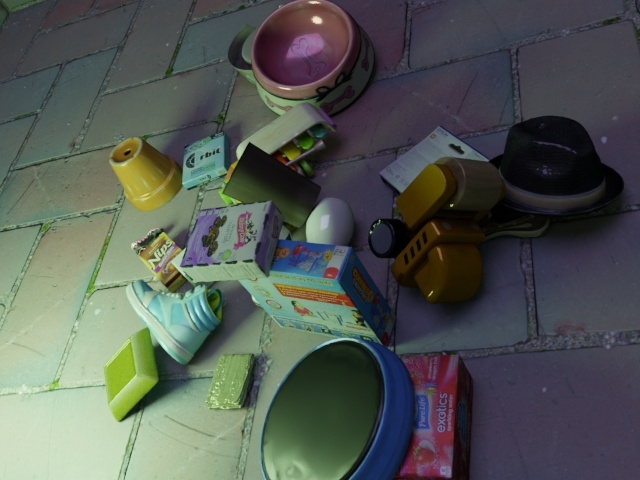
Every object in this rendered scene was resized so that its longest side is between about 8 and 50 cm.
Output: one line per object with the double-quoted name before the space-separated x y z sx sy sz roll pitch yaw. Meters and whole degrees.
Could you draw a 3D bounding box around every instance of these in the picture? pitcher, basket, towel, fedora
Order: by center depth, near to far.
"fedora" 0.529 -0.189 1.593 0.334 0.152 0.334 -8 31 5
"towel" -0.223 0.350 1.721 0.110 0.027 0.148 -6 53 26
"pitcher" 0.000 0.000 1.827 0.178 0.125 0.207 -9 61 42
"basket" -0.127 -0.140 1.845 0.154 0.227 0.204 -64 8 -13

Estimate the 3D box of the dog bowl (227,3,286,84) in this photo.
"dog bowl" -0.155 -0.692 2.462 0.349 0.102 0.348 -15 49 18

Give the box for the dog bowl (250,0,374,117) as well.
"dog bowl" -0.040 -0.592 2.202 0.408 0.150 0.407 -5 70 15

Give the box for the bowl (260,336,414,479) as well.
"bowl" 0.020 0.379 1.440 0.391 0.077 0.391 -33 37 30

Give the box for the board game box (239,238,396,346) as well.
"board game box" -0.017 0.119 1.603 0.308 0.302 0.086 6 58 32

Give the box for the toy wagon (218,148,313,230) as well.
"toy wagon" -0.150 -0.156 2.056 0.267 0.068 0.344 -37 46 -2

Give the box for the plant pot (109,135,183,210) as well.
"plant pot" -0.587 -0.233 2.270 0.205 0.188 0.205 -15 49 18

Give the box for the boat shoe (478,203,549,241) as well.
"boat shoe" 0.410 -0.058 1.655 0.258 0.095 0.095 -7 52 24

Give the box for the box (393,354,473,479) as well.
"box" 0.228 0.371 1.393 0.128 0.122 0.256 -7 52 26

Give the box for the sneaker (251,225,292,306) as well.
"sneaker" -0.126 0.045 1.801 0.094 0.153 0.234 19 66 4

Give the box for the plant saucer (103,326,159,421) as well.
"plant saucer" -0.512 0.347 1.822 0.188 0.045 0.188 -45 43 20

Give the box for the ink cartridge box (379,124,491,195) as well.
"ink cartridge box" 0.307 -0.183 1.845 0.224 0.045 0.223 -38 47 -5

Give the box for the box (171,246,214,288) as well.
"box" -0.344 0.072 1.956 0.102 0.101 0.087 -43 46 -9

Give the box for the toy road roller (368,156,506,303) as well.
"toy road roller" 0.289 -0.006 1.555 0.329 0.203 0.240 -53 51 37

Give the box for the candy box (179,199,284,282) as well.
"candy box" -0.194 0.003 1.533 0.196 0.070 0.164 -6 52 26

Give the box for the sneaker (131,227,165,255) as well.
"sneaker" -0.531 0.008 2.155 0.119 0.047 0.057 -35 61 4

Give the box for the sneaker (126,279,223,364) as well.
"sneaker" -0.384 0.170 1.888 0.208 0.127 0.319 -44 56 -6

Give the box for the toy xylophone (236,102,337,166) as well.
"toy xylophone" -0.102 -0.272 2.018 0.323 0.081 0.236 -28 48 5

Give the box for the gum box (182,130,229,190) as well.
"gum box" -0.378 -0.266 2.285 0.157 0.041 0.184 -19 47 14

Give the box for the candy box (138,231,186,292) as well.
"candy box" -0.455 0.063 2.058 0.109 0.053 0.187 -45 46 -9

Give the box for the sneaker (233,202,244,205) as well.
"sneaker" -0.244 -0.032 1.945 0.226 0.163 0.086 -7 53 25
